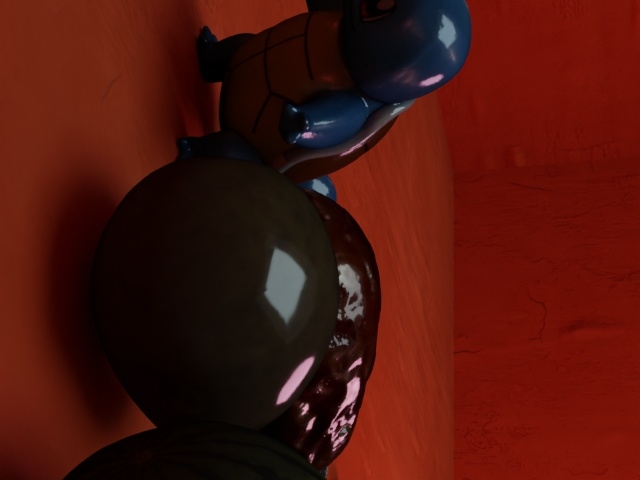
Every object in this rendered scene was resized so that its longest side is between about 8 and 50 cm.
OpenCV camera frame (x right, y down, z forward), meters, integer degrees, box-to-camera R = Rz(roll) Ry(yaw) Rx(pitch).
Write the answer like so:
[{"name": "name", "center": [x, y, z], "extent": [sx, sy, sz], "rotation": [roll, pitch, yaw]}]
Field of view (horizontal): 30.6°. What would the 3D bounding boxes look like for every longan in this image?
[{"name": "longan", "center": [-0.091, 0.052, 0.996], "extent": [0.248, 0.248, 0.248], "rotation": [-4, 90, -77]}]

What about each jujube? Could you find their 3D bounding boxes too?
[{"name": "jujube", "center": [-0.037, 0.101, 1.245], "extent": [0.223, 0.223, 0.318], "rotation": [-74, 168, -57]}]

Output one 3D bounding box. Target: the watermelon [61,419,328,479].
[{"name": "watermelon", "center": [-0.072, 0.303, 0.822], "extent": [0.279, 0.278, 0.360], "rotation": [-65, 136, -65]}]

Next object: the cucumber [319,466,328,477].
[{"name": "cucumber", "center": [-0.027, 0.203, 1.556], "extent": [0.077, 0.077, 0.265], "rotation": [-1, 89, -77]}]

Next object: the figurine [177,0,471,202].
[{"name": "figurine", "center": [-0.025, -0.152, 1.275], "extent": [0.416, 0.243, 0.298], "rotation": [-49, -160, 45]}]
